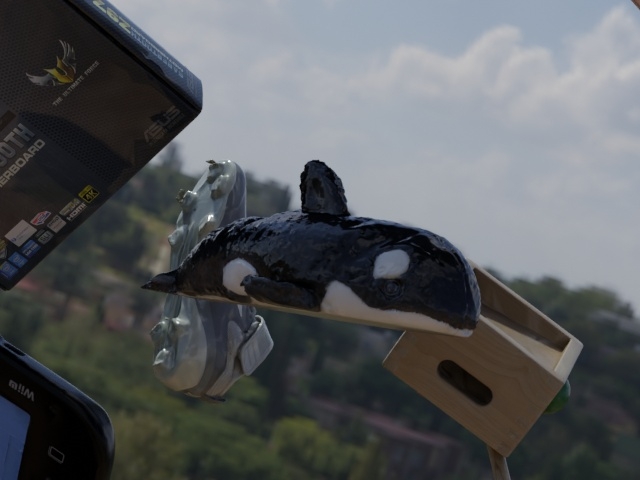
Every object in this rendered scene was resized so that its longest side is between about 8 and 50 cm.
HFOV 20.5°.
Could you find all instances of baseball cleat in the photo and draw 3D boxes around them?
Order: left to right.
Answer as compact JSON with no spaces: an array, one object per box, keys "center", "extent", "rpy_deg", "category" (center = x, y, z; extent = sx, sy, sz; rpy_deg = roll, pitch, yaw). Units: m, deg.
[{"center":[-0.084,0.038,1.505],"extent":[0.109,0.206,0.072],"rpy_deg":[27,-21,-34],"category":"baseball cleat"}]

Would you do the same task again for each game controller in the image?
[{"center":[-0.296,0.128,1.410],"extent":[0.319,0.166,0.067],"rpy_deg":[30,43,20],"category":"game controller"}]

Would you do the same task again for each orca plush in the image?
[{"center":[0.000,0.000,1.187],"extent":[0.151,0.102,0.287],"rpy_deg":[12,-5,-28],"category":"orca plush"}]

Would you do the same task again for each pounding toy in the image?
[{"center":[0.121,0.104,1.267],"extent":[0.141,0.100,0.130],"rpy_deg":[37,19,6],"category":"pounding toy"}]

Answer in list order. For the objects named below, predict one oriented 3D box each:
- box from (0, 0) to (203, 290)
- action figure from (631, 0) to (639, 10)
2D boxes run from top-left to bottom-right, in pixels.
[{"center":[-0.233,-0.093,1.351],"extent":[0.183,0.232,0.059],"rpy_deg":[40,21,-25],"category":"box"},{"center":[0.139,-0.210,1.086],"extent":[0.370,0.276,0.248],"rpy_deg":[-10,2,-29],"category":"action figure"}]
